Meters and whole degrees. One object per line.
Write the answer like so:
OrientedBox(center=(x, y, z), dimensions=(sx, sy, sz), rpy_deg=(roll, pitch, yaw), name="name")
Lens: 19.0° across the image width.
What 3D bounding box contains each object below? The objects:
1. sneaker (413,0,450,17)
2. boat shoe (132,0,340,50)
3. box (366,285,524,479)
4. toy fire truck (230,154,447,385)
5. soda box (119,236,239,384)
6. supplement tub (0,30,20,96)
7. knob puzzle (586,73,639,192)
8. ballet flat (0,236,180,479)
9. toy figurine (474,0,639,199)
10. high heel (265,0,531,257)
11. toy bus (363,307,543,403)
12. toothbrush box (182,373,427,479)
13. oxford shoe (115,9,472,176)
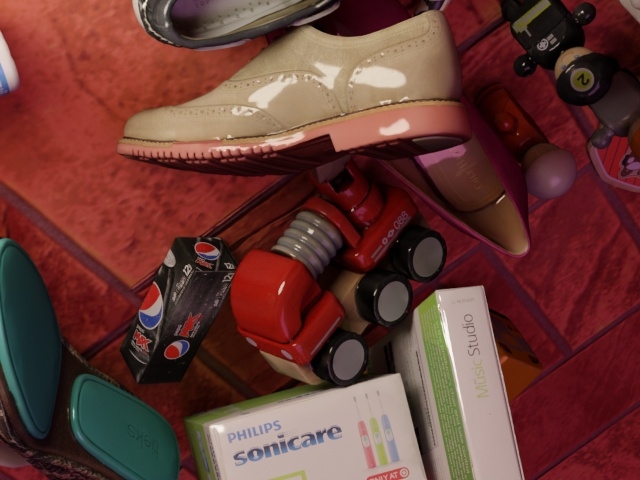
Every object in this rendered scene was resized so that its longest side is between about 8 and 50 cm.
OrientedBox(center=(0.112, -0.246, 1.825), dimensions=(0.037, 0.032, 0.083), rpy_deg=(29, 108, -36), name="sneaker")
OrientedBox(center=(-0.012, -0.241, 1.651), dimensions=(0.302, 0.091, 0.114), rpy_deg=(-29, 114, -9), name="boat shoe")
OrientedBox(center=(0.126, 0.195, 2.020), dimensions=(0.058, 0.232, 0.322), rpy_deg=(-8, 168, -13), name="box")
OrientedBox(center=(0.000, 0.000, 1.912), dimensions=(0.217, 0.158, 0.246), rpy_deg=(-51, 128, -19), name="toy fire truck")
OrientedBox(center=(-0.148, 0.074, 1.981), dimensions=(0.060, 0.053, 0.169), rpy_deg=(1, 132, -37), name="soda box")
OrientedBox(center=(-0.312, -0.139, 1.591), dimensions=(0.107, 0.071, 0.071), rpy_deg=(-25, 144, -12), name="supplement tub")
OrientedBox(center=(0.391, -0.121, 2.178), dimensions=(0.213, 0.030, 0.213), rpy_deg=(-21, 143, -16), name="knob puzzle")
OrientedBox(center=(-0.302, 0.155, 1.893), dimensions=(0.182, 0.164, 0.483), rpy_deg=(-7, 149, 16), name="ballet flat")
OrientedBox(center=(0.282, -0.160, 1.948), dimensions=(0.209, 0.148, 0.213), rpy_deg=(-13, 140, -25), name="toy figurine")
OrientedBox(center=(0.088, -0.118, 1.816), dimensions=(0.127, 0.181, 0.377), rpy_deg=(-43, 140, 14), name="high heel")
OrientedBox(center=(0.098, 0.211, 2.262), dimensions=(0.333, 0.130, 0.108), rpy_deg=(-46, 142, 18), name="toy bus")
OrientedBox(center=(-0.025, 0.223, 2.052), dimensions=(0.206, 0.122, 0.283), rpy_deg=(-14, 177, -11), name="toothbrush box")
OrientedBox(center=(-0.028, -0.130, 1.719), dimensions=(0.348, 0.130, 0.123), rpy_deg=(-5, 174, 24), name="oxford shoe")
